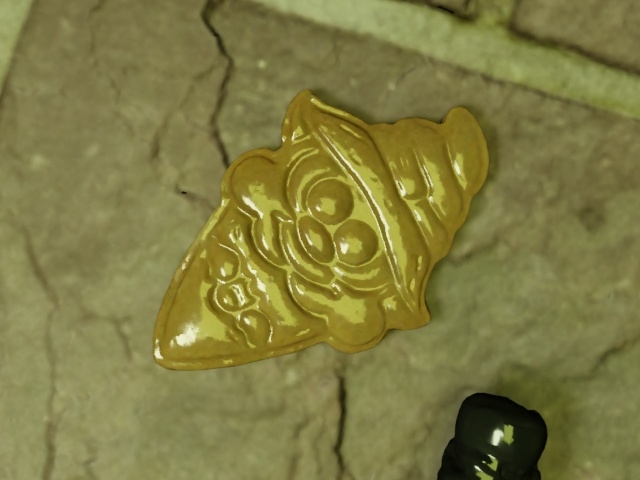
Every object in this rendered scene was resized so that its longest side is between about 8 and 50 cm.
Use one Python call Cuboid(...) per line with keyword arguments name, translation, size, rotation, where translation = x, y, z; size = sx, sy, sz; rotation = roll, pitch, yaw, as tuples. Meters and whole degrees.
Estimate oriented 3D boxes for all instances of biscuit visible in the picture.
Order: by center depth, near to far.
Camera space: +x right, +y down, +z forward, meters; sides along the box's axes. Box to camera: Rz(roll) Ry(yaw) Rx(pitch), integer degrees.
Cuboid(name="biscuit", translation=(0.000, 0.000, 0.637), size=(0.250, 0.035, 0.162), rotation=(-37, 86, -3))

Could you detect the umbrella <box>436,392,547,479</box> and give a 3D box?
Cuboid(name="umbrella", translation=(0.070, 0.266, 0.590), size=(0.106, 0.113, 0.357), rotation=(16, 87, 19))
